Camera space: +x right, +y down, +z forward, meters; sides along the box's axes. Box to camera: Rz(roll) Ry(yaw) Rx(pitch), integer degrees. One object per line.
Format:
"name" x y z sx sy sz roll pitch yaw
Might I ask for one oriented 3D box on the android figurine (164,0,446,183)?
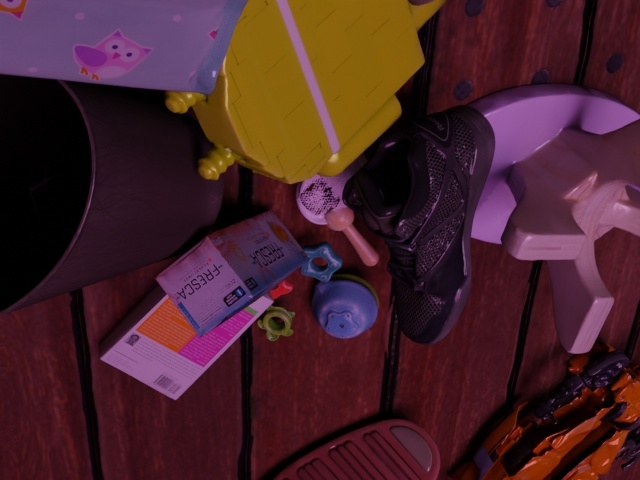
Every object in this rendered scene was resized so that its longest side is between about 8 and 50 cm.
"android figurine" -0.006 -0.156 0.768 0.273 0.056 0.248 -47 136 -23

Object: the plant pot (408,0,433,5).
"plant pot" 0.052 -0.334 0.620 0.274 0.256 0.256 42 102 -15

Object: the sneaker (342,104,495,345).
"sneaker" 0.074 -0.002 0.890 0.130 0.087 0.227 -15 127 -34

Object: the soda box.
"soda box" -0.069 0.023 0.859 0.058 0.183 0.063 -38 88 16

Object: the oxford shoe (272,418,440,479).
"oxford shoe" -0.022 0.355 1.185 0.397 0.140 0.146 -40 162 0

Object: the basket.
"basket" -0.178 -0.037 0.724 0.204 0.154 0.227 -33 172 21

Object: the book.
"book" -0.127 0.081 0.962 0.144 0.035 0.096 -45 123 13

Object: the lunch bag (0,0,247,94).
"lunch bag" -0.164 -0.228 0.590 0.223 0.262 0.160 2 147 -23

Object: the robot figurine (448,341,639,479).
"robot figurine" 0.305 0.241 1.255 0.211 0.085 0.291 32 107 -38

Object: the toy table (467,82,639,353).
"toy table" 0.248 -0.036 0.976 0.274 0.161 0.252 -10 128 -19

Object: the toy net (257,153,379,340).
"toy net" 0.000 0.000 0.968 0.122 0.045 0.232 7 123 6
